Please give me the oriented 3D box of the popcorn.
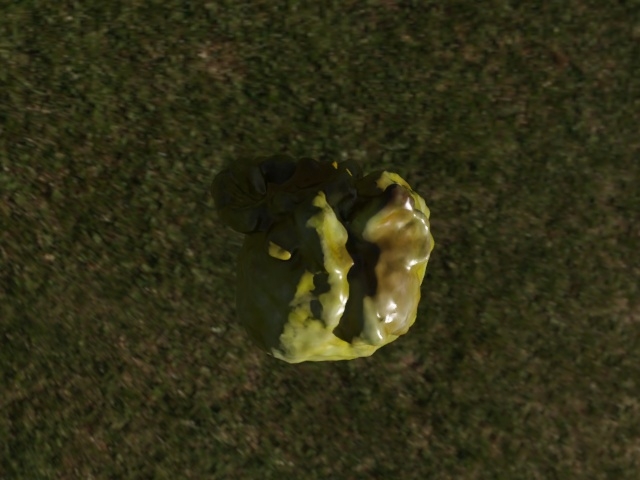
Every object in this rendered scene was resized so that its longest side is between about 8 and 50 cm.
[{"bbox_3d":[-0.002,0.001,0.366,0.068,0.083,0.059,-43,155,-1],"label":"popcorn"}]
